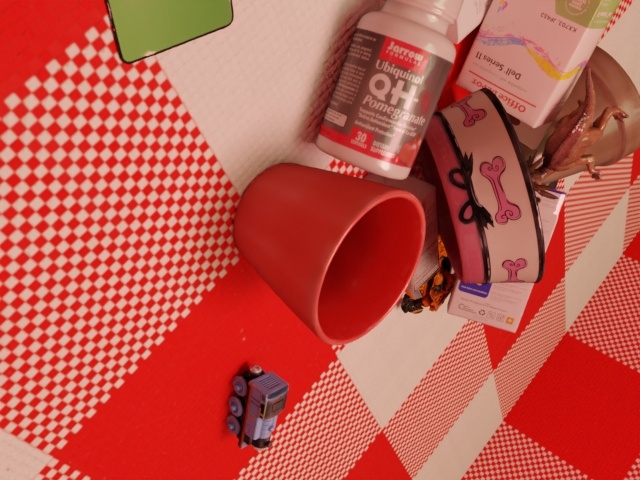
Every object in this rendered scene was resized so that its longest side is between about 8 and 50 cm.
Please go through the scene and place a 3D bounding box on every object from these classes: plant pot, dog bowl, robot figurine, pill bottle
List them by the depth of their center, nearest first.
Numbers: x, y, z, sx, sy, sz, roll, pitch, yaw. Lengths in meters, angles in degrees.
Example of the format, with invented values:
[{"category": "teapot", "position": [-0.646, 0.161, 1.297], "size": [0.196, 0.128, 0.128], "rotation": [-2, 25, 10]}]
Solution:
[{"category": "plant pot", "position": [0.000, 0.000, 1.140], "size": [0.275, 0.243, 0.275], "rotation": [-32, 137, -35]}, {"category": "pill bottle", "position": [0.124, -0.279, 1.151], "size": [0.176, 0.176, 0.319], "rotation": [2, 112, -52]}, {"category": "dog bowl", "position": [0.311, -0.092, 1.369], "size": [0.150, 0.408, 0.408], "rotation": [-15, 138, 5]}, {"category": "plant pot", "position": [0.548, -0.273, 1.617], "size": [0.280, 0.323, 0.323], "rotation": [-32, 140, -8]}, {"category": "robot figurine", "position": [0.265, 0.076, 1.665], "size": [0.211, 0.085, 0.291], "rotation": [-51, 144, -12]}]

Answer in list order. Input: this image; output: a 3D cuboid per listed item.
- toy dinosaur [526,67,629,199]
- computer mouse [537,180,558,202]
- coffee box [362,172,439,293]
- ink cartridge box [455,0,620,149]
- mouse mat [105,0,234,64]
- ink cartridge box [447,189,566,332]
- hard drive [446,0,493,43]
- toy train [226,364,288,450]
[{"category": "toy dinosaur", "position": [0.503, -0.194, 1.390], "size": [0.200, 0.127, 0.296], "rotation": [-24, 144, -28]}, {"category": "computer mouse", "position": [0.659, -0.207, 1.975], "size": [0.184, 0.060, 0.262], "rotation": [-16, 126, -46]}, {"category": "coffee box", "position": [0.164, -0.023, 1.421], "size": [0.098, 0.141, 0.246], "rotation": [-41, 142, -25]}, {"category": "ink cartridge box", "position": [0.424, -0.375, 1.387], "size": [0.119, 0.207, 0.353], "rotation": [-23, 141, -48]}, {"category": "mouse mat", "position": [-0.193, -0.325, 0.870], "size": [0.189, 0.007, 0.153], "rotation": [-33, 137, -32]}, {"category": "ink cartridge box", "position": [0.443, 0.030, 1.629], "size": [0.069, 0.175, 0.371], "rotation": [-59, 164, -69]}, {"category": "hard drive", "position": [0.346, -0.563, 1.341], "size": [0.307, 0.040, 0.203], "rotation": [-44, 143, -21]}, {"category": "toy train", "position": [-0.128, 0.339, 1.347], "size": [0.080, 0.105, 0.184], "rotation": [-14, 125, -45]}]
